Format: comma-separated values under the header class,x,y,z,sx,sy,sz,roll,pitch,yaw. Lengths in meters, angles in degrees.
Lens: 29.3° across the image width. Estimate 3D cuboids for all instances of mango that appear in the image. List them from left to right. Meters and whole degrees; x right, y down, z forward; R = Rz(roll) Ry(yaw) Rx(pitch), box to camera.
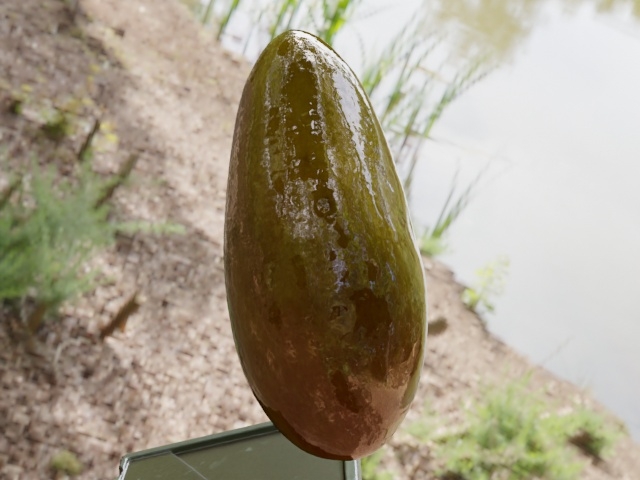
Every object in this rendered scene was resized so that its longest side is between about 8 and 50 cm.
class,x,y,z,sx,sy,sz,roll,pitch,yaw
mango,0.000,0.000,0.703,0.113,0.253,0.138,-9,-7,14

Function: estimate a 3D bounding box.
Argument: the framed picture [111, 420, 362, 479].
class,x,y,z,sx,sy,sz,roll,pitch,yaw
framed picture,-0.072,0.206,0.915,0.211,0.020,0.289,-13,16,3
